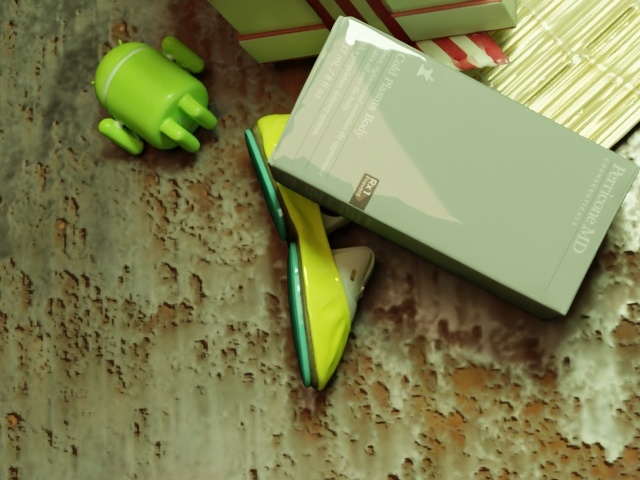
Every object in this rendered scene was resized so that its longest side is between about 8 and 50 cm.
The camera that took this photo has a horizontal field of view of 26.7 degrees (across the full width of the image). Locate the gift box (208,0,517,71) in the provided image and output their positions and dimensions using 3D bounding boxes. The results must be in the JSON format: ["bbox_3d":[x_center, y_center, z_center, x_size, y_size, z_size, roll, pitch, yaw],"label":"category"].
[{"bbox_3d":[0.038,-0.278,1.022,0.276,0.258,0.255,1,71,24],"label":"gift box"}]

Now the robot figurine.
[{"bbox_3d":[-0.140,-0.121,1.121,0.115,0.067,0.101,37,92,23],"label":"robot figurine"}]

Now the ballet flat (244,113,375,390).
[{"bbox_3d":[0.000,0.000,1.044,0.077,0.077,0.231,-11,66,-7],"label":"ballet flat"}]

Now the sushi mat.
[{"bbox_3d":[0.256,-0.193,1.068,0.316,0.019,0.151,-43,68,-2],"label":"sushi mat"}]

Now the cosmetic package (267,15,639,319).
[{"bbox_3d":[0.094,-0.048,0.978,0.238,0.107,0.127,25,86,4],"label":"cosmetic package"}]
